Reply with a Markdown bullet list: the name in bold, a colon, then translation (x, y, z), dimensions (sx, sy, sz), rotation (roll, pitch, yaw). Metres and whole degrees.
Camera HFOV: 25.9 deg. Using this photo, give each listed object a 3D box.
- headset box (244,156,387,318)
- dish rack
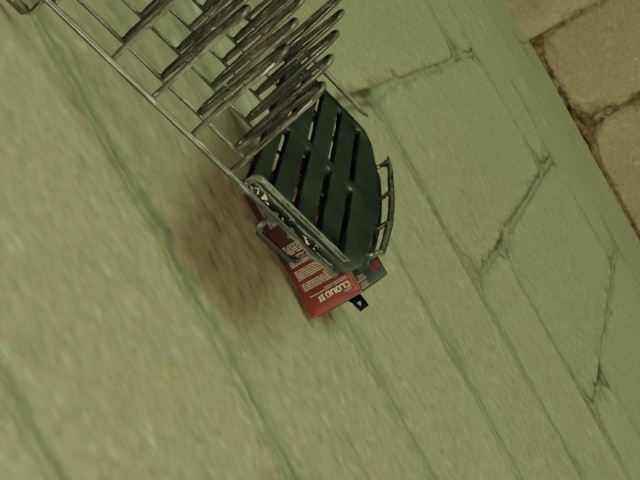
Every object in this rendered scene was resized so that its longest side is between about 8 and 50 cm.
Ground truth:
- **headset box**: translation (0.000, 0.000, 0.715), dimensions (0.083, 0.032, 0.062), rotation (60, 17, 2)
- **dish rack**: translation (-0.049, -0.112, 0.632), dimensions (0.271, 0.074, 0.208), rotation (45, 22, -15)
